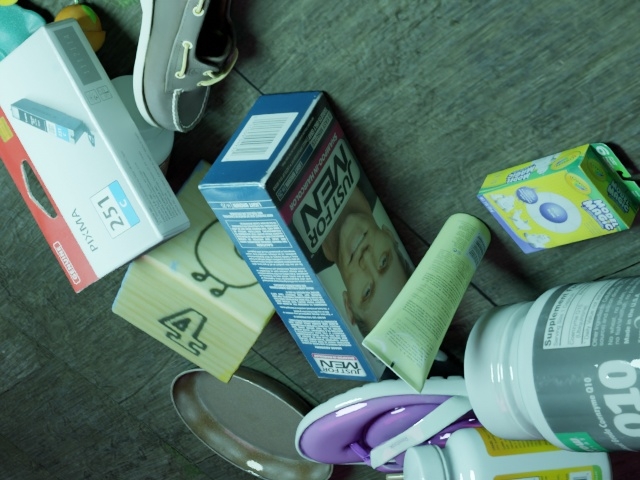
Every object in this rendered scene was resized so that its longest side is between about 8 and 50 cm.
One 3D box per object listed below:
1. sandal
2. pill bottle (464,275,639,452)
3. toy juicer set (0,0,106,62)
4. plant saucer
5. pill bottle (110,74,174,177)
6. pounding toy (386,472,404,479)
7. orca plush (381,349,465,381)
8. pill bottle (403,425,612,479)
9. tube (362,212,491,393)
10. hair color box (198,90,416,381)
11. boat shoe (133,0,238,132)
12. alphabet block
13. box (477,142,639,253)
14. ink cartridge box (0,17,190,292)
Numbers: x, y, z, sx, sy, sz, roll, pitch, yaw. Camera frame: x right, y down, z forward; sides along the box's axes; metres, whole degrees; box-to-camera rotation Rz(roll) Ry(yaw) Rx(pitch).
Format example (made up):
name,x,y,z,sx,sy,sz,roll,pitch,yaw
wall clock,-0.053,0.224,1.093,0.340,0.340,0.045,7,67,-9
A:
name,x,y,z,sx,sy,sz,roll,pitch,yaw
sandal,0.165,0.265,1.803,0.416,0.102,0.169,-9,135,10
pill bottle,0.360,0.144,1.540,0.361,0.204,0.204,-10,128,45
toy juicer set,-0.397,-0.248,1.753,0.209,0.089,0.329,29,139,-19
plant saucer,-0.109,0.305,2.241,0.310,0.050,0.310,20,143,16
pill bottle,-0.260,-0.119,1.767,0.121,0.121,0.216,29,145,4
pounding toy,0.185,0.340,1.958,0.130,0.141,0.100,29,-170,-2
orca plush,0.126,0.209,1.890,0.287,0.102,0.151,38,145,-9
pill bottle,0.238,0.306,1.707,0.245,0.136,0.136,-3,146,-12
tube,0.132,0.067,1.587,0.070,0.240,0.062,15,140,21
hair color box,0.000,0.000,1.666,0.105,0.174,0.347,0,135,36
boat shoe,-0.149,-0.238,1.542,0.096,0.116,0.324,25,141,13
alphabet block,-0.145,0.045,1.822,0.197,0.192,0.193,31,148,-1
box,0.279,-0.047,1.508,0.179,0.043,0.105,-19,122,47
ink cartridge box,-0.329,-0.091,1.679,0.261,0.066,0.296,-29,91,41
